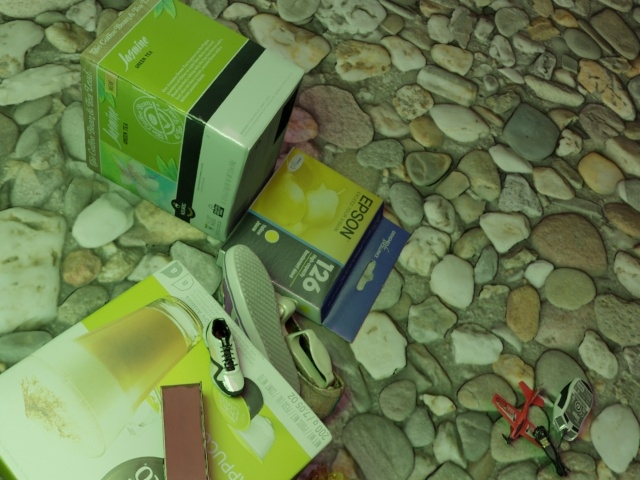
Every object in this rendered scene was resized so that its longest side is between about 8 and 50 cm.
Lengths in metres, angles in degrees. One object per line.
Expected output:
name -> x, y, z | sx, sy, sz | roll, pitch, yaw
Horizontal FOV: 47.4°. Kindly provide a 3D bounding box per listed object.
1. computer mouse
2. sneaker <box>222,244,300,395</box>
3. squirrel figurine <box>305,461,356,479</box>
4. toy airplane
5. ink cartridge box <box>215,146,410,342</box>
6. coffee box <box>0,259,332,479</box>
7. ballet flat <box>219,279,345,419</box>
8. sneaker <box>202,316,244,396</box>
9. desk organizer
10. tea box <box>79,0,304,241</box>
computer mouse -> 0.467, 0.345, 1.397 | 0.106, 0.042, 0.193 | 51, 53, -11
sneaker -> -0.151, 0.157, 1.245 | 0.102, 0.161, 0.282 | -9, 84, -61
squirrel figurine -> 0.053, 0.487, 0.929 | 0.281, 0.370, 0.397 | -12, 50, -49
toy airplane -> 0.387, 0.328, 1.394 | 0.151, 0.028, 0.151 | 9, 67, -21
ink cartridge box -> 0.000, 0.000, 1.452 | 0.307, 0.072, 0.303 | 29, 57, 4
coffee box -> -0.244, 0.305, 1.044 | 0.334, 0.338, 0.337 | -36, 75, -30
ballet flat -> -0.060, 0.169, 1.309 | 0.316, 0.106, 0.108 | 51, 39, 13
sneaker -> -0.125, 0.149, 0.942 | 0.040, 0.043, 0.109 | -14, 67, -27
desk organizer -> -0.164, 0.240, 0.877 | 0.050, 0.047, 0.130 | -2, 63, -15
tea box -> -0.244, -0.221, 1.353 | 0.324, 0.329, 0.220 | 29, 58, 3
